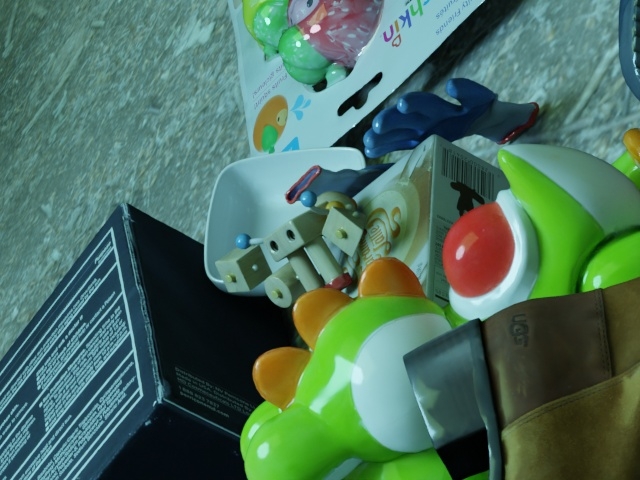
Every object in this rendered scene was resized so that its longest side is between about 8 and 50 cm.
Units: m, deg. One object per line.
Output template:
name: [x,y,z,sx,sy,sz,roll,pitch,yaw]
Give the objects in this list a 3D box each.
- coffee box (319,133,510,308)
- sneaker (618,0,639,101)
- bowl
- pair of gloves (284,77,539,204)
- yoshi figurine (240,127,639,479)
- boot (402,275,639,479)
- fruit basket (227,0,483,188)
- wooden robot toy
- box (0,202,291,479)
coffee box: [0.071,0.066,1.386,0.141,0.098,0.246,-39,34,42]
sneaker: [0.258,-0.206,1.327,0.131,0.112,0.319,131,158,-63]
bowl: [-0.024,-0.009,1.634,0.142,0.053,0.142,-6,52,14]
pair of gloves: [0.068,-0.061,1.464,0.198,0.159,0.023,-42,60,38]
yoshi figurine: [0.131,0.081,1.170,0.362,0.203,0.203,-32,69,5]
boot: [0.215,0.122,1.016,0.280,0.096,0.264,-22,60,5]
fruit basket: [0.009,-0.249,1.730,0.327,0.165,0.353,-42,36,36]
wooden robot toy: [0.000,0.000,1.423,0.079,0.076,0.173,-37,3,-39]
box: [-0.163,0.181,1.611,0.296,0.183,0.294,-50,30,20]
